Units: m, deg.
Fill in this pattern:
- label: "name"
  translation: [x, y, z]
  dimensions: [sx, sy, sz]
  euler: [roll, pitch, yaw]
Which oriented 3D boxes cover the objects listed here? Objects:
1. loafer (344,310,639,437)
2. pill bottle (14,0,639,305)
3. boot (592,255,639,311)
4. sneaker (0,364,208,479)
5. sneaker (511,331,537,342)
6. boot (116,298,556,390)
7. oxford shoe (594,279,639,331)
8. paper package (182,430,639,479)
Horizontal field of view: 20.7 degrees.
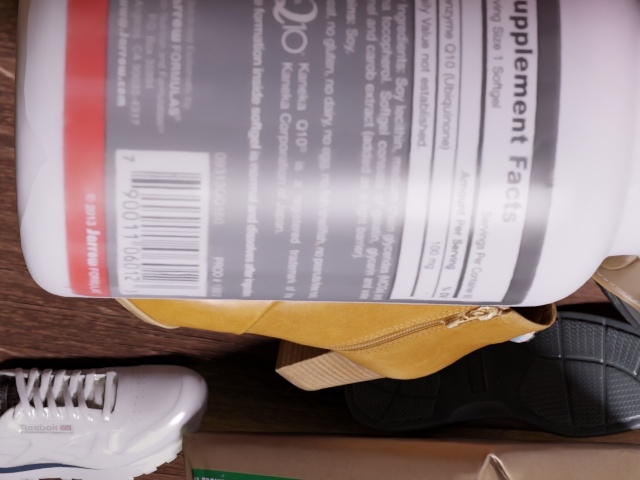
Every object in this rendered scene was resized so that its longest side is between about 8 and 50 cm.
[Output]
- label: "loafer"
  translation: [0.156, 0.107, 1.363]
  dimensions: [0.267, 0.096, 0.084]
  euler: [-3, 171, 19]
- label: "pill bottle"
  translation: [0.037, -0.071, 0.883]
  dimensions: [0.363, 0.210, 0.210]
  euler: [1, 152, -4]
- label: "boot"
  translation: [0.233, 0.009, 1.117]
  dimensions: [0.073, 0.197, 0.152]
  euler: [-29, 166, 33]
- label: "sneaker"
  translation: [-0.203, 0.139, 1.407]
  dimensions: [0.235, 0.090, 0.095]
  euler: [-14, 140, 20]
- label: "sneaker"
  translation: [0.126, 0.011, 1.212]
  dimensions: [0.073, 0.063, 0.162]
  euler: [11, 146, 9]
- label: "boot"
  translation: [0.000, 0.001, 1.118]
  dimensions: [0.211, 0.104, 0.295]
  euler: [-22, 139, 34]
- label: "oxford shoe"
  translation: [0.252, 0.023, 1.222]
  dimensions: [0.096, 0.083, 0.227]
  euler: [-43, 132, 17]
- label: "paper package"
  translation: [0.099, 0.233, 1.348]
  dimensions: [0.325, 0.168, 0.309]
  euler: [-3, 171, 44]
